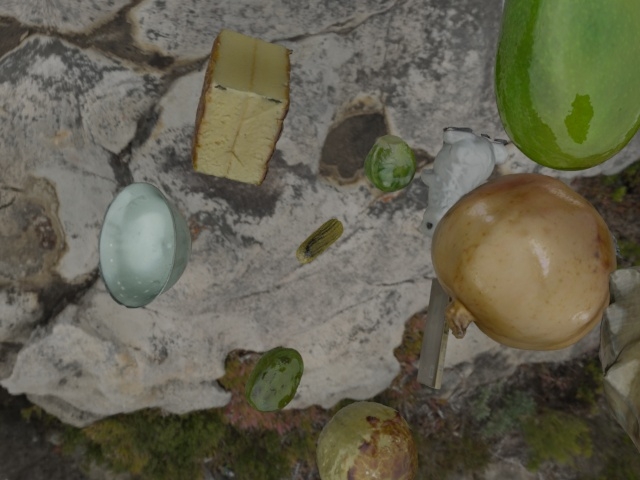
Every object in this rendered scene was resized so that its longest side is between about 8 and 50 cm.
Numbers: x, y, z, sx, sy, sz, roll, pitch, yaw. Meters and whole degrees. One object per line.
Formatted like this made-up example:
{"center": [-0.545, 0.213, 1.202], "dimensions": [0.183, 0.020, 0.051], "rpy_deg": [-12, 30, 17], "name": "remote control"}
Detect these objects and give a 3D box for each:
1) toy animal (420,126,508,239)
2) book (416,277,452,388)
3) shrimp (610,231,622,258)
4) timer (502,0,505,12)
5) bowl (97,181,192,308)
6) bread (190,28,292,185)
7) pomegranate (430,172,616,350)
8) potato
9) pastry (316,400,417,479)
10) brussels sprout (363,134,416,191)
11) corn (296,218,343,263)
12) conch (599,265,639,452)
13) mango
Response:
{"center": [0.442, -0.167, 1.781], "dimensions": [0.194, 0.258, 0.357], "rpy_deg": [28, 71, -65], "name": "toy animal"}
{"center": [0.323, 0.248, 1.564], "dimensions": [0.021, 0.217, 0.310], "rpy_deg": [12, 80, -1], "name": "book"}
{"center": [0.706, 0.007, 1.400], "dimensions": [0.165, 0.056, 0.065], "rpy_deg": [42, 124, -20], "name": "shrimp"}
{"center": [0.450, -0.472, 1.085], "dimensions": [0.087, 0.262, 0.237], "rpy_deg": [0, 89, -21], "name": "timer"}
{"center": [-0.420, 0.014, 1.434], "dimensions": [0.146, 0.313, 0.313], "rpy_deg": [6, 111, -55], "name": "bowl"}
{"center": [-0.203, -0.334, 1.413], "dimensions": [0.207, 0.279, 0.279], "rpy_deg": [10, 139, -16], "name": "bread"}
{"center": [0.422, 0.058, 1.206], "dimensions": [0.412, 0.411, 0.411], "rpy_deg": [-10, 116, -22], "name": "pomegranate"}
{"center": [-0.162, 0.496, 2.003], "dimensions": [0.253, 0.148, 0.186], "rpy_deg": [-42, 117, -26], "name": "potato"}
{"center": [0.181, 0.782, 2.030], "dimensions": [0.389, 0.313, 0.388], "rpy_deg": [-8, 108, -25], "name": "pastry"}
{"center": [0.191, -0.207, 1.539], "dimensions": [0.117, 0.155, 0.155], "rpy_deg": [-38, 132, -49], "name": "brussels sprout"}
{"center": [0.000, 0.000, 1.737], "dimensions": [0.203, 0.072, 0.072], "rpy_deg": [-41, 128, -38], "name": "corn"}
{"center": [0.377, 0.150, 0.545], "dimensions": [0.186, 0.263, 0.324], "rpy_deg": [-29, 135, -14], "name": "conch"}
{"center": [0.292, -0.235, 0.652], "dimensions": [0.192, 0.156, 0.343], "rpy_deg": [-30, 123, -15], "name": "mango"}
